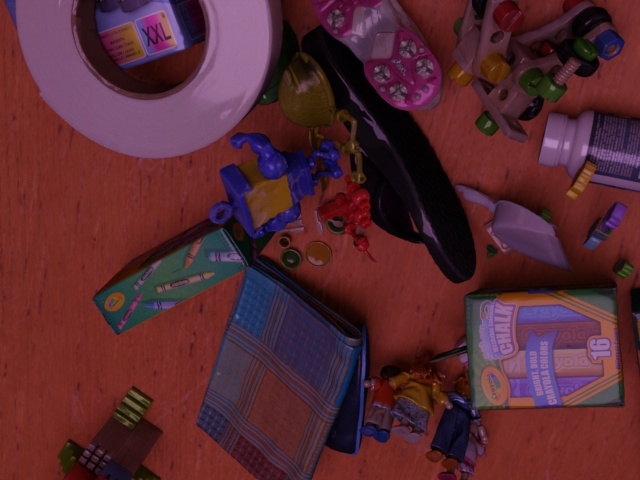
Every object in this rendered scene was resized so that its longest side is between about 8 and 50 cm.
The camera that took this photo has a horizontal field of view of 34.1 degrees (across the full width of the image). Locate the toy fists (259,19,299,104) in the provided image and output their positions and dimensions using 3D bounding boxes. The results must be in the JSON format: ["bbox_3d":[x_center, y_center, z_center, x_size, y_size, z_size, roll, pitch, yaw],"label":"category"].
[{"bbox_3d":[-0.107,-0.343,1.572,0.096,0.142,0.279,-5,109,16],"label":"toy fists"}]

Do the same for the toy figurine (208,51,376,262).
[{"bbox_3d":[-0.062,-0.078,1.529,0.217,0.191,0.362,-24,148,-8],"label":"toy figurine"}]

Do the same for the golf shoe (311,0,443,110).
[{"bbox_3d":[0.083,-0.314,1.557,0.115,0.140,0.306,-33,77,16],"label":"golf shoe"}]

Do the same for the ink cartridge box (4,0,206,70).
[{"bbox_3d":[-0.360,-0.453,1.592,0.270,0.151,0.395,-15,105,19],"label":"ink cartridge box"}]

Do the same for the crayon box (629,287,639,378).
[{"bbox_3d":[0.664,0.241,1.625,0.313,0.106,0.362,-7,109,17],"label":"crayon box"}]

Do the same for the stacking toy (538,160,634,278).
[{"bbox_3d":[0.424,-0.025,1.559,0.167,0.052,0.221,29,160,3],"label":"stacking toy"}]

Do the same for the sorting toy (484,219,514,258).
[{"bbox_3d":[0.291,-0.007,1.674,0.083,0.012,0.062,-36,96,24],"label":"sorting toy"}]

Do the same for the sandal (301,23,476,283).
[{"bbox_3d":[0.097,-0.124,1.607,0.107,0.167,0.445,-31,92,30],"label":"sandal"}]

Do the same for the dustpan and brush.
[{"bbox_3d":[0.291,-0.032,1.606,0.211,0.147,0.060,21,76,28],"label":"dustpan and brush"}]

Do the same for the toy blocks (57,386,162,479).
[{"bbox_3d":[-0.440,0.485,1.916,0.191,0.261,0.381,35,115,-1],"label":"toy blocks"}]

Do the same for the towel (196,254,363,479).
[{"bbox_3d":[-0.080,0.246,1.792,0.271,0.040,0.370,35,119,30],"label":"towel"}]

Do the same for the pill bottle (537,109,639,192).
[{"bbox_3d":[0.418,-0.135,1.540,0.180,0.108,0.107,12,113,9],"label":"pill bottle"}]

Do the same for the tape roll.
[{"bbox_3d":[-0.248,-0.311,1.500,0.392,0.072,0.391,4,112,11],"label":"tape roll"}]

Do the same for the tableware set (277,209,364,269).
[{"bbox_3d":[0.000,0.000,1.745,0.154,0.024,0.104,-6,109,16],"label":"tableware set"}]

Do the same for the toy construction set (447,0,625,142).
[{"bbox_3d":[0.239,-0.278,1.489,0.309,0.257,0.237,49,129,15],"label":"toy construction set"}]

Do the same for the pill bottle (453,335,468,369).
[{"bbox_3d":[0.261,0.200,1.746,0.043,0.043,0.083,-41,97,24],"label":"pill bottle"}]

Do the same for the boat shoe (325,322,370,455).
[{"bbox_3d":[0.035,0.260,1.792,0.089,0.109,0.258,8,110,6],"label":"boat shoe"}]

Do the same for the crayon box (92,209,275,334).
[{"bbox_3d":[-0.225,0.040,1.739,0.278,0.165,0.081,-27,102,22],"label":"crayon box"}]

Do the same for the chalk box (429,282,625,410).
[{"bbox_3d":[0.316,0.160,1.620,0.289,0.180,0.179,-3,91,14],"label":"chalk box"}]

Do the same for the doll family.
[{"bbox_3d":[0.199,0.282,1.726,0.263,0.163,0.118,34,140,-14],"label":"doll family"}]
